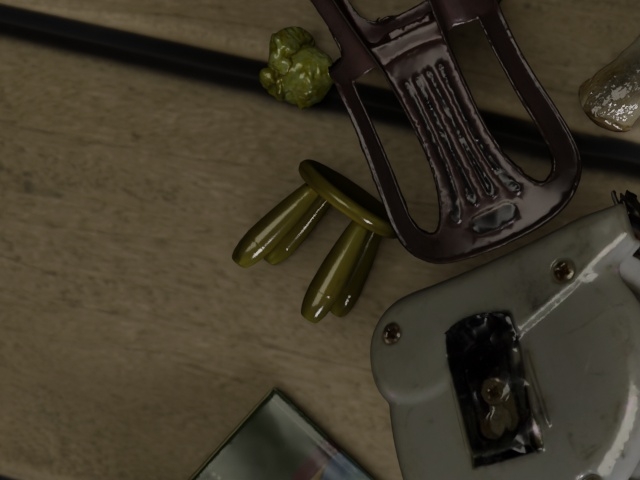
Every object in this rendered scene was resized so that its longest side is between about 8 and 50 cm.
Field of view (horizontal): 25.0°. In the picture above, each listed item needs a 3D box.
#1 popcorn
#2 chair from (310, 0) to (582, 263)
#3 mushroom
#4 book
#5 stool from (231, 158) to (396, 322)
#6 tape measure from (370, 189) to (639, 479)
[{"bbox_3d":[-0.020,-0.161,1.331,0.068,0.059,0.083,-12,120,22],"label":"popcorn"},{"bbox_3d":[0.092,-0.163,1.250,0.175,0.183,0.327,-24,100,16],"label":"chair"},{"bbox_3d":[0.311,-0.171,1.254,0.202,0.054,0.059,-41,85,5],"label":"mushroom"},{"bbox_3d":[-0.006,0.300,1.315,0.289,0.026,0.201,41,82,13],"label":"book"},{"bbox_3d":[0.000,0.000,1.301,0.135,0.134,0.110,28,102,-31],"label":"stool"},{"bbox_3d":[0.178,0.117,1.198,0.258,0.130,0.265,-25,63,25],"label":"tape measure"}]
